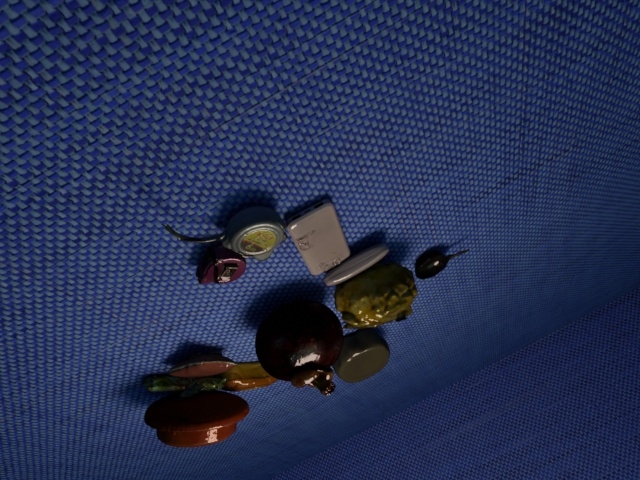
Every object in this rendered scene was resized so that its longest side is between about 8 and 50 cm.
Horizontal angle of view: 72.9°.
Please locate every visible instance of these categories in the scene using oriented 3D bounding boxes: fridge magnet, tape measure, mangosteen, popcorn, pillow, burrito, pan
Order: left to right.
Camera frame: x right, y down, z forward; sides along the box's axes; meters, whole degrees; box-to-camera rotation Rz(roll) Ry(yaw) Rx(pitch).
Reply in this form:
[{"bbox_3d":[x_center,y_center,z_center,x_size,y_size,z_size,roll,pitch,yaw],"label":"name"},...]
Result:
[{"bbox_3d":[-0.472,0.512,1.521,0.288,0.104,0.054,8,103,-24],"label":"burrito"},{"bbox_3d":[-0.438,0.625,1.551,0.363,0.155,0.363,0,175,0],"label":"fridge magnet"},{"bbox_3d":[-0.406,0.428,1.493,0.171,0.075,0.179,-21,157,27],"label":"pillow"},{"bbox_3d":[-0.261,0.068,1.159,0.118,0.074,0.125,1,137,-33],"label":"tape measure"},{"bbox_3d":[-0.221,-0.041,1.041,0.164,0.084,0.330,-44,141,19],"label":"tape measure"},{"bbox_3d":[-0.062,0.347,1.440,0.297,0.293,0.297,-26,-174,3],"label":"mangosteen"},{"bbox_3d":[0.183,0.187,1.461,0.286,0.215,0.252,-13,174,-15],"label":"popcorn"},{"bbox_3d":[0.439,0.077,1.609,0.201,0.048,0.128,-13,143,-14],"label":"pan"}]

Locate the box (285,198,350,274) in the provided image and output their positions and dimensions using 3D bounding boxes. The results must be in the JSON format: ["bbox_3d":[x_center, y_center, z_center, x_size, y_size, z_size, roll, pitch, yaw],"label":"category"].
[{"bbox_3d":[0.000,0.000,1.261,0.142,0.044,0.285,-27,143,-3],"label":"box"}]

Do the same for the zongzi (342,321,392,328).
[{"bbox_3d":[0.210,0.316,1.748,0.187,0.084,0.184,7,146,-42],"label":"zongzi"}]

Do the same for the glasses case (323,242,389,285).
[{"bbox_3d":[0.114,0.077,1.388,0.233,0.059,0.092,-30,175,3],"label":"glasses case"}]

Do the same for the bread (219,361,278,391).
[{"bbox_3d":[-0.281,0.539,1.704,0.245,0.094,0.102,8,137,-38],"label":"bread"}]

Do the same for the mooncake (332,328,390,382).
[{"bbox_3d":[0.171,0.500,1.893,0.274,0.135,0.275,-15,138,-14],"label":"mooncake"}]
